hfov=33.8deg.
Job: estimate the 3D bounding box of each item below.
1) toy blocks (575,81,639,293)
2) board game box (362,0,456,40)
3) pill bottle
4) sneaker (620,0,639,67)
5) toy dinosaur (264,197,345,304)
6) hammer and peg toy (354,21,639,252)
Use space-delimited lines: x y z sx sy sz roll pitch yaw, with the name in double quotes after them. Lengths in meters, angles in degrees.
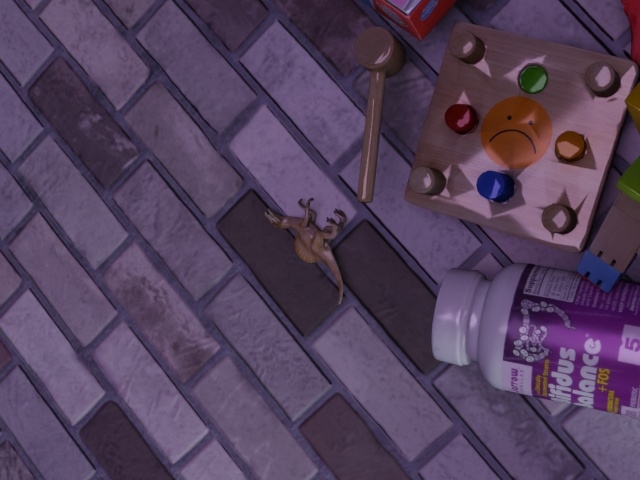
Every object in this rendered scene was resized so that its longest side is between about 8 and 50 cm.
0.440 -0.083 1.223 0.190 0.261 0.381 37 62 17 "toy blocks"
0.144 -0.452 1.389 0.316 0.064 0.242 -49 60 0 "board game box"
0.302 0.120 1.337 0.301 0.169 0.169 9 93 20 "pill bottle"
0.396 -0.330 1.360 0.128 0.087 0.221 9 81 29 "sneaker"
0.000 0.000 1.523 0.183 0.053 0.093 46 120 22 "toy dinosaur"
0.209 -0.146 1.396 0.361 0.127 0.266 17 96 23 "hammer and peg toy"
